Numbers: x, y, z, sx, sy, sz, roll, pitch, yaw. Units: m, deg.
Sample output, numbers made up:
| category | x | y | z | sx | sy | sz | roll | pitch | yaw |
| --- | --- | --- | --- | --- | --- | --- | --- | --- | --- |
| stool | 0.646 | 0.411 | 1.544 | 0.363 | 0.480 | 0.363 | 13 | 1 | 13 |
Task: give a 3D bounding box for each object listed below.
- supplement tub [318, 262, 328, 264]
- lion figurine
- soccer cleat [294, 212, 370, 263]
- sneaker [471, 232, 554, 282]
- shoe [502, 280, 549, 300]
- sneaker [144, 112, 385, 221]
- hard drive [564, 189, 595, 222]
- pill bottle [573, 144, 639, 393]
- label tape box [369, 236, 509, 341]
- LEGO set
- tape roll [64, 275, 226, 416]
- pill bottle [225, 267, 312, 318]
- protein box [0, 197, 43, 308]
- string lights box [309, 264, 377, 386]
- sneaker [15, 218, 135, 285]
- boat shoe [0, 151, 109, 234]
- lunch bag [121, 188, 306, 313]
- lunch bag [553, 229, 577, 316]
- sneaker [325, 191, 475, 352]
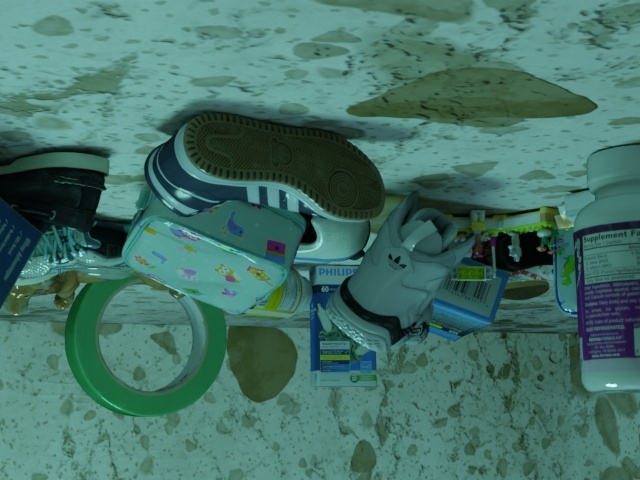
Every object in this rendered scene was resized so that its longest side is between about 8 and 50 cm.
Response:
| category | x | y | z | sx | sy | sz | roll | pitch | yaw |
| --- | --- | --- | --- | --- | --- | --- | --- | --- | --- |
| supplement tub | 0.000 | 0.000 | 1.847 | 0.071 | 0.071 | 0.107 | -1 | 171 | 1 |
| lion figurine | -0.386 | 0.041 | 1.977 | 0.392 | 0.142 | 0.240 | -13 | 166 | -15 |
| soccer cleat | -0.079 | -0.014 | 1.699 | 0.331 | 0.116 | 0.143 | -12 | 152 | 38 |
| sneaker | 0.415 | 0.037 | 2.054 | 0.270 | 0.090 | 0.145 | 7 | 170 | -20 |
| shoe | 0.420 | 0.101 | 2.563 | 0.219 | 0.058 | 0.076 | -4 | 151 | -2 |
| sneaker | -0.070 | -0.072 | 1.308 | 0.282 | 0.099 | 0.153 | 14 | 159 | -33 |
| hard drive | 0.565 | -0.060 | 1.591 | 0.233 | 0.047 | 0.353 | 8 | 168 | -42 |
| pill bottle | 0.406 | 0.039 | 1.394 | 0.169 | 0.301 | 0.169 | 0 | 170 | 0 |
| label tape box | 0.191 | 0.089 | 2.081 | 0.241 | 0.106 | 0.333 | 21 | 170 | 0 |
| LEGO set | 0.295 | 0.007 | 1.791 | 0.287 | 0.107 | 0.132 | -2 | 171 | 13 |
| tape roll | -0.350 | 0.196 | 2.242 | 0.321 | 0.321 | 0.077 | 4 | 169 | -28 |
| pill bottle | -0.114 | 0.103 | 2.324 | 0.117 | 0.117 | 0.215 | -8 | 168 | 37 |
| protein box | -0.478 | 0.016 | 1.304 | 0.136 | 0.199 | 0.201 | -8 | 138 | 39 |
| string lights box | 0.047 | 0.187 | 2.399 | 0.133 | 0.259 | 0.077 | 1 | 171 | -13 |
| sneaker | -0.416 | 0.001 | 1.807 | 0.283 | 0.110 | 0.122 | -4 | 161 | -28 |
| boat shoe | -0.403 | -0.036 | 1.466 | 0.340 | 0.113 | 0.127 | -7 | 170 | 36 |
| lunch bag | -0.157 | -0.004 | 1.534 | 0.224 | 0.108 | 0.279 | 26 | 156 | -12 |
| lunch bag | 0.501 | 0.049 | 1.852 | 0.219 | 0.176 | 0.090 | -6 | 169 | 24 |
| sneaker | 0.144 | 0.047 | 1.686 | 0.137 | 0.210 | 0.366 | 39 | -167 | 13 |
